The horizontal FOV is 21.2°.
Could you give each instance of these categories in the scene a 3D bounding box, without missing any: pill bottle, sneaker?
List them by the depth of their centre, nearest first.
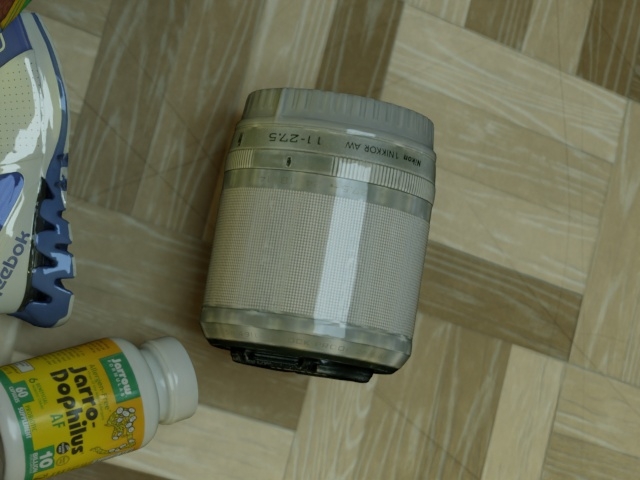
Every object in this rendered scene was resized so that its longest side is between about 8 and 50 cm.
[{"bbox_3d":[-0.338,-0.063,1.621,0.182,0.127,0.316,-7,93,-31],"label":"sneaker"},{"bbox_3d":[-0.231,0.161,1.679,0.208,0.117,0.118,-14,95,-28],"label":"pill bottle"}]

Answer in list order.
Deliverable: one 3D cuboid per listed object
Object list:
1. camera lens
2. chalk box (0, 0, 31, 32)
[{"bbox_3d":[0.000,0.000,1.753,0.219,0.219,0.274,13,82,-28],"label":"camera lens"},{"bbox_3d":[-0.392,-0.240,1.510,0.179,0.180,0.289,28,61,13],"label":"chalk box"}]
